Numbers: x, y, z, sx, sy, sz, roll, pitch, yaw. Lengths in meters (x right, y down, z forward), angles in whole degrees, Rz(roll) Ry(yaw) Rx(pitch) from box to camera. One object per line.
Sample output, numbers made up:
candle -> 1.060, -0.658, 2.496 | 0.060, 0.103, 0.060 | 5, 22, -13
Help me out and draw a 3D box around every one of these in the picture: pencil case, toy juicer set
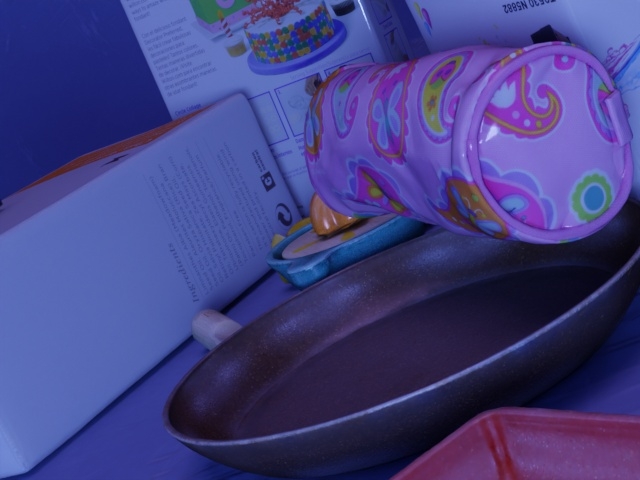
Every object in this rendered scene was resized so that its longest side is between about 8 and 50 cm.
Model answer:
pencil case -> 0.084, -0.065, 0.892 | 0.124, 0.124, 0.284 | -27, 13, -16
toy juicer set -> 0.000, 0.000, 1.097 | 0.329, 0.089, 0.209 | -32, 14, -34

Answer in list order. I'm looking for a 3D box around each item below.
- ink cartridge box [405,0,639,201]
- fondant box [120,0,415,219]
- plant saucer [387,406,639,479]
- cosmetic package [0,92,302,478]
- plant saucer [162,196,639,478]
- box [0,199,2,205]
ink cartridge box -> 0.169, -0.144, 0.944 | 0.117, 0.278, 0.201 | -31, 13, -19
fondant box -> -0.038, -0.177, 1.370 | 0.238, 0.330, 0.096 | -18, 13, 25
plant saucer -> 0.059, 0.141, 0.444 | 0.258, 0.047, 0.259 | -31, 14, -31
cosmetic package -> -0.228, 0.039, 1.198 | 0.230, 0.161, 0.453 | -17, 14, 33
plant saucer -> 0.056, 0.059, 0.821 | 0.311, 0.050, 0.310 | -22, 11, 5
box -> -0.367, -0.019, 1.109 | 0.158, 0.093, 0.156 | -22, 11, 15
